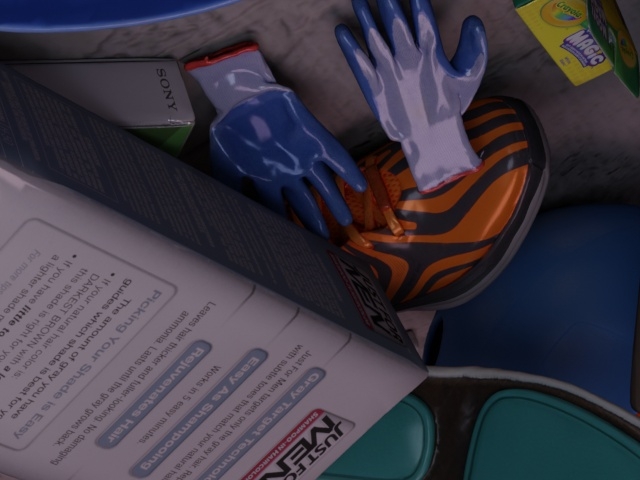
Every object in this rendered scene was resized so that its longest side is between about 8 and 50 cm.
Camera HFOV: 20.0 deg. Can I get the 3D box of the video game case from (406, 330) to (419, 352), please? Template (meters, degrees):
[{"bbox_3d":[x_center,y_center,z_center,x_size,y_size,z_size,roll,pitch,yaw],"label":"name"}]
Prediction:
[{"bbox_3d":[-0.007,0.149,1.651,0.190,0.022,0.173,-15,154,-8],"label":"video game case"}]

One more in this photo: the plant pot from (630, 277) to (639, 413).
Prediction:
[{"bbox_3d":[0.333,0.009,1.145,0.323,0.280,0.323,19,179,0],"label":"plant pot"}]

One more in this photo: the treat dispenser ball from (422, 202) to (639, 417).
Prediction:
[{"bbox_3d":[0.223,0.113,1.433,0.288,0.288,0.288,-15,154,-7],"label":"treat dispenser ball"}]

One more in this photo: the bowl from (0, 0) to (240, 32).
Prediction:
[{"bbox_3d":[-0.078,-0.237,0.790,0.391,0.077,0.391,-15,153,-8],"label":"bowl"}]

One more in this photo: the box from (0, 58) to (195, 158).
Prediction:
[{"bbox_3d":[-0.237,-0.002,1.169,0.232,0.058,0.322,-4,152,-27],"label":"box"}]

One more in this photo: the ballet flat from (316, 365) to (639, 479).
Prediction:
[{"bbox_3d":[0.111,0.144,1.227,0.400,0.139,0.139,14,168,28],"label":"ballet flat"}]

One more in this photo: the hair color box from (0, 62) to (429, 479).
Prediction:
[{"bbox_3d":[-0.131,0.045,1.071,0.185,0.113,0.374,-45,134,17],"label":"hair color box"}]

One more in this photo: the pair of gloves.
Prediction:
[{"bbox_3d":[0.018,-0.078,1.142,0.198,0.023,0.159,-20,124,8],"label":"pair of gloves"}]

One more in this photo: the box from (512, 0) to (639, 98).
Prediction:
[{"bbox_3d":[0.115,-0.160,0.947,0.043,0.179,0.105,-26,152,15],"label":"box"}]

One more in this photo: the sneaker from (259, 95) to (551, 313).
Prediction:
[{"bbox_3d":[0.000,0.000,1.248,0.180,0.124,0.321,9,143,-45],"label":"sneaker"}]
